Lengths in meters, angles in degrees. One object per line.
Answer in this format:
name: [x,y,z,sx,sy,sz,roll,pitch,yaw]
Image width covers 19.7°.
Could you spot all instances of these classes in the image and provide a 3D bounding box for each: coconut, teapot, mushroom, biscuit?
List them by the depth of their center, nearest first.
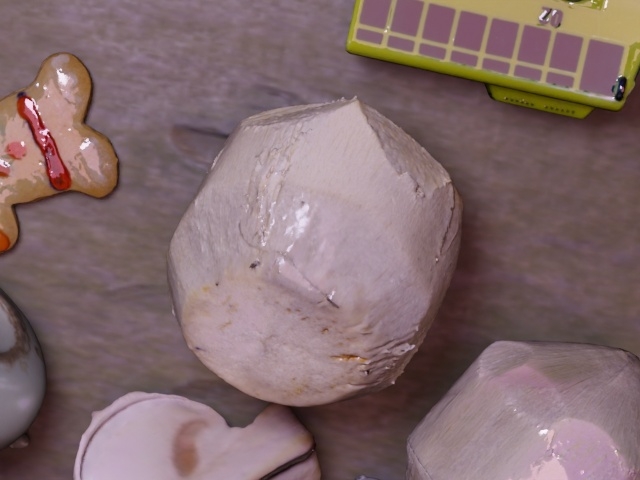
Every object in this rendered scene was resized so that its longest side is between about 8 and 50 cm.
teapot: [-0.347,0.133,1.535,0.220,0.318,0.149,40,112,-6]
coconut: [0.000,0.000,1.552,0.245,0.247,0.245,12,136,12]
coconut: [0.195,0.190,1.588,0.234,0.224,0.224,-37,96,7]
biscuit: [-0.300,-0.065,1.646,0.234,0.030,0.153,-20,95,2]
mushroom: [-0.130,0.240,1.650,0.236,0.173,0.162,-25,54,-32]

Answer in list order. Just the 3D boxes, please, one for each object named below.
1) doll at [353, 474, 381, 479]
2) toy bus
doll: [0.069,0.294,1.653,0.181,0.110,0.107,45,77,-10]
toy bus: [0.157,-0.196,1.578,0.262,0.128,0.150,13,99,0]
